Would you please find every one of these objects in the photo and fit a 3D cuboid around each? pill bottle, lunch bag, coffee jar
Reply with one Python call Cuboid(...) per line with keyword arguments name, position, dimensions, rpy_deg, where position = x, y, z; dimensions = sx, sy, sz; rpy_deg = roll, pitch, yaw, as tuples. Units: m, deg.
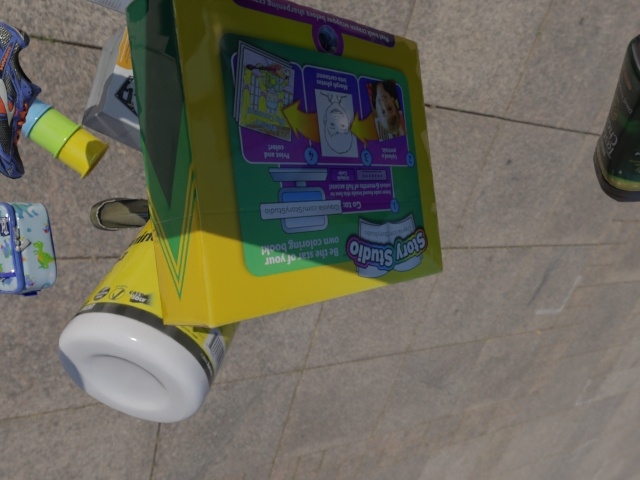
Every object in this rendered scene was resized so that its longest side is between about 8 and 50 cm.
Cuboid(name="pill bottle", position=(-0.190, 0.061, 0.714), dimensions=(0.187, 0.334, 0.188), rpy_deg=(9, 132, 10))
Cuboid(name="lunch bag", position=(-0.591, 0.018, 0.958), dimensions=(0.090, 0.218, 0.176), rpy_deg=(-11, 98, -53))
Cuboid(name="coffee jar", position=(0.355, -0.126, 0.547), dimensions=(0.078, 0.096, 0.184), rpy_deg=(-3, 147, 14))

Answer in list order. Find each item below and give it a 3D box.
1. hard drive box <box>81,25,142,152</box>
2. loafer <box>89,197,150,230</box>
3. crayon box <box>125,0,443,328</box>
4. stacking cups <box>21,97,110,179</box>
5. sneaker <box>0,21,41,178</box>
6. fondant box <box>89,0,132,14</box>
Cuboid(name="hard drive box", position=(-0.315, -0.264, 0.987), dimensions=(0.232, 0.089, 0.181), rpy_deg=(24, 66, -45))
Cuboid(name="loafer", position=(-0.504, -0.080, 1.398), dimensions=(0.251, 0.087, 0.095), rpy_deg=(-11, 94, -40))
Cuboid(name="crayon box", position=(-0.014, -0.090, 0.582), dimensions=(0.362, 0.106, 0.314), rpy_deg=(-7, 91, -43))
Cuboid(name="stacking cups", position=(-0.583, -0.246, 0.992), dimensions=(0.316, 0.096, 0.096), rpy_deg=(35, 100, -21))
Cuboid(name="sneaker", position=(-0.434, -0.193, 0.703), dimensions=(0.087, 0.083, 0.222), rpy_deg=(-9, 116, -29))
Cuboid(name="fondant box", position=(-0.333, -0.602, 1.131), dimensions=(0.330, 0.096, 0.238), rpy_deg=(-1, 144, -51))
